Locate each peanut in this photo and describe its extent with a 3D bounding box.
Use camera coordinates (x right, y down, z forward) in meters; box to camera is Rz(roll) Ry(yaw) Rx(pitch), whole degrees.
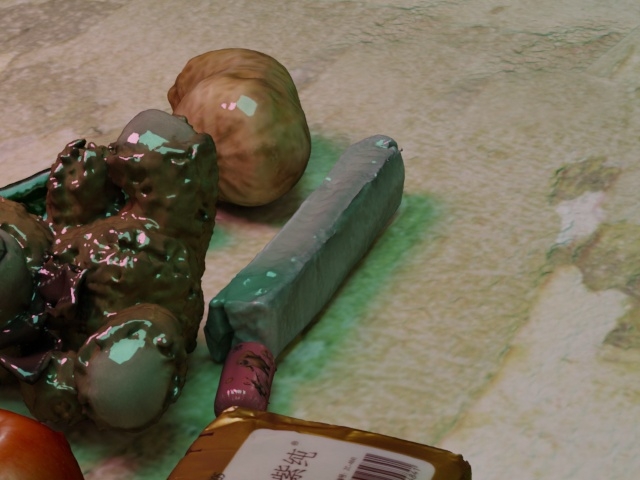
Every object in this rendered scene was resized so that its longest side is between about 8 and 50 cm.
[{"bbox_3d":[-0.083,-0.115,1.505,0.137,0.122,0.253,-10,26,-1],"label":"peanut"}]

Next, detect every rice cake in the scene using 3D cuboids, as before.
[{"bbox_3d":[0.000,0.000,1.339,0.063,0.066,0.336,10,29,21],"label":"rice cake"}]

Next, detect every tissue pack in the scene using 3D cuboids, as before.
[{"bbox_3d":[-0.023,0.197,0.939,0.183,0.092,0.226,8,30,17],"label":"tissue pack"}]

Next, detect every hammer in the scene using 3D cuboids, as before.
[{"bbox_3d":[-0.054,0.107,1.167,0.043,0.043,0.083,1,26,4],"label":"hammer"}]

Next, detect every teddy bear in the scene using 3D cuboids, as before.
[{"bbox_3d":[-0.209,0.031,1.196,0.256,0.156,0.267,6,58,4],"label":"teddy bear"}]

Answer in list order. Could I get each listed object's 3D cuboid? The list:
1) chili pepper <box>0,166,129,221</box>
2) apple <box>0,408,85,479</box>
[{"bbox_3d":[-0.225,-0.022,1.378,0.253,0.083,0.099,-18,41,-23],"label":"chili pepper"},{"bbox_3d":[-0.212,0.169,0.946,0.163,0.139,0.163,-3,29,1],"label":"apple"}]
